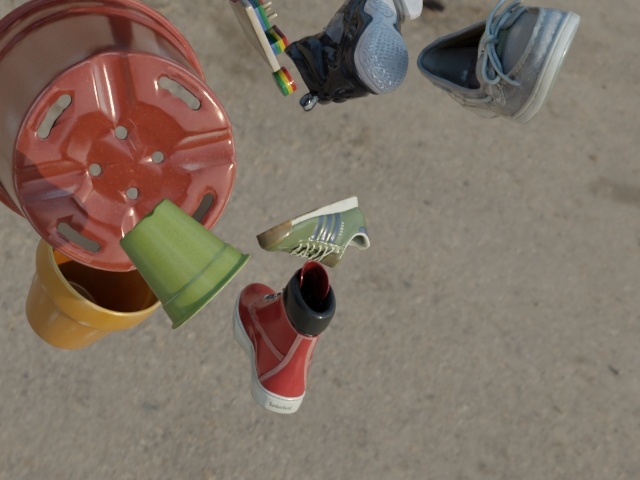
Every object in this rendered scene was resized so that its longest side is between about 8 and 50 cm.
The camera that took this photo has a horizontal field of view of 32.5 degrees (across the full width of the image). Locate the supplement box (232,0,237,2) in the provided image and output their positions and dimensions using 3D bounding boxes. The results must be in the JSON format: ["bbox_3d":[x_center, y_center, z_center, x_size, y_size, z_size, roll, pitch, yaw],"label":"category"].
[{"bbox_3d":[-0.144,-0.387,1.575,0.083,0.055,0.043,26,31,-11],"label":"supplement box"}]

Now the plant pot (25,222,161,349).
[{"bbox_3d":[-0.365,0.072,1.712,0.205,0.188,0.205,23,45,-26],"label":"plant pot"}]

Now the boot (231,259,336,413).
[{"bbox_3d":[-0.041,0.079,1.394,0.088,0.176,0.244,13,24,-19],"label":"boot"}]

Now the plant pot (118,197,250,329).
[{"bbox_3d":[-0.111,0.012,0.849,0.079,0.083,0.083,46,36,-6],"label":"plant pot"}]

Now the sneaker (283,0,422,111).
[{"bbox_3d":[0.037,-0.273,1.399,0.101,0.153,0.269,47,39,-35],"label":"sneaker"}]

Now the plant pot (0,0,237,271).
[{"bbox_3d":[-0.211,-0.103,1.090,0.272,0.273,0.265,14,11,-23],"label":"plant pot"}]

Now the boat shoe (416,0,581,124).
[{"bbox_3d":[0.191,-0.200,1.214,0.103,0.118,0.320,22,2,-9],"label":"boat shoe"}]

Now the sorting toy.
[{"bbox_3d":[-0.106,-0.368,1.777,0.046,0.275,0.132,-31,44,-5],"label":"sorting toy"}]

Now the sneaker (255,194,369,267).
[{"bbox_3d":[0.000,0.000,1.556,0.192,0.064,0.086,-22,88,-43],"label":"sneaker"}]
